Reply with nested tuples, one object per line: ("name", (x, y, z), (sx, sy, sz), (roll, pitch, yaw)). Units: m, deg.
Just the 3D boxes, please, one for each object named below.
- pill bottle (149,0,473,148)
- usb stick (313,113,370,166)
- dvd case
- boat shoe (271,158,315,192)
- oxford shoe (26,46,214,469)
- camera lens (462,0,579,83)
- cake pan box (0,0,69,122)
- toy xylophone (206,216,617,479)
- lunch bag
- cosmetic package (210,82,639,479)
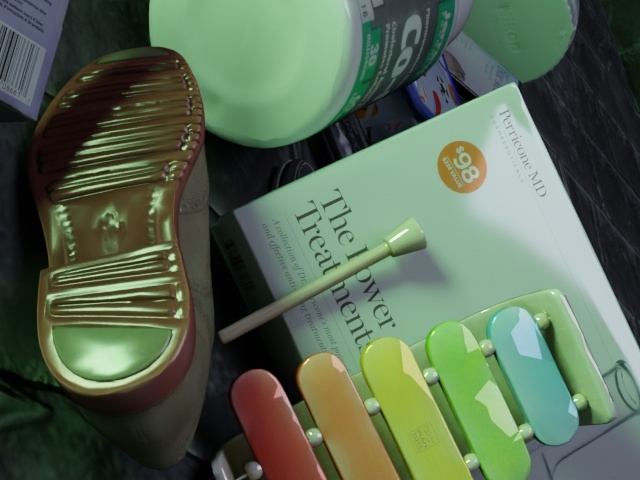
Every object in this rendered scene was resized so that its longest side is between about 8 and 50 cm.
("pill bottle", (0.012, -0.226, 1.148), (0.204, 0.204, 0.361), (63, 32, -5))
("usb stick", (0.016, -0.124, 1.304), (0.077, 0.045, 0.278), (-10, 76, -57))
("dvd case", (0.191, -0.270, 1.728), (0.253, 0.022, 0.180), (39, 30, -11))
("boat shoe", (0.000, 0.000, 1.128), (0.075, 0.065, 0.206), (41, 34, -43))
("oxford shoe", (-0.134, 0.000, 0.840), (0.130, 0.123, 0.348), (79, 6, -47))
("camera lens", (0.313, -0.402, 1.957), (0.219, 0.219, 0.274), (55, 26, -23))
("cake pan box", (-0.247, -0.228, 0.725), (0.267, 0.070, 0.246), (28, 71, -53))
("toy xylophone", (0.052, 0.127, 0.914), (0.236, 0.322, 0.081), (57, -14, -3))
("lunch bag", (0.085, -0.245, 1.481), (0.243, 0.115, 0.303), (26, 46, -58))
("cosmetic package", (0.116, 0.092, 1.029), (0.377, 0.284, 0.097), (64, -20, -1))
